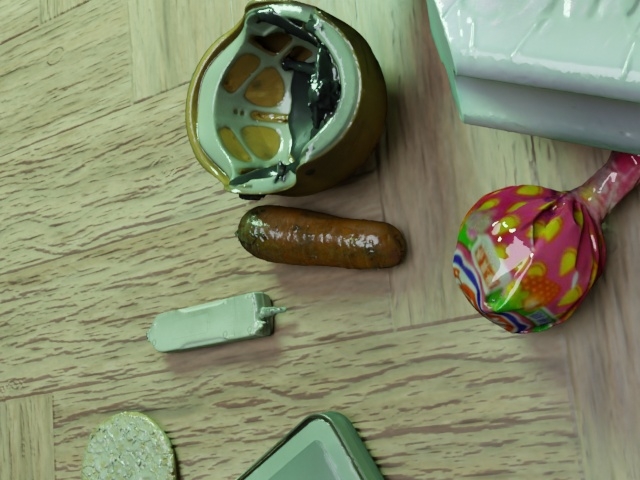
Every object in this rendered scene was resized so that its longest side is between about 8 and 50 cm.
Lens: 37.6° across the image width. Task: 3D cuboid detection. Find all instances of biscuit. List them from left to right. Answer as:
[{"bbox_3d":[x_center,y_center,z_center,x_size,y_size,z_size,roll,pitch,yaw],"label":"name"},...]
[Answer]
[{"bbox_3d":[-0.219,0.268,1.074,0.152,0.020,0.152,-6,80,32],"label":"biscuit"}]

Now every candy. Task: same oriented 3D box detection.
[{"bbox_3d":[0.258,-0.069,0.763,0.365,0.124,0.124,-45,60,11],"label":"candy"}]

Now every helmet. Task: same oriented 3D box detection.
[{"bbox_3d":[-0.021,-0.131,0.936,0.224,0.130,0.198,3,83,47],"label":"helmet"}]

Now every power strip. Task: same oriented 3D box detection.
[{"bbox_3d":[-0.114,0.090,1.024,0.191,0.030,0.048,-14,74,33],"label":"power strip"}]

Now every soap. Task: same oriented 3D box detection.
[{"bbox_3d":[0.231,-0.180,0.715,0.346,0.115,0.208,15,72,29],"label":"soap"}]

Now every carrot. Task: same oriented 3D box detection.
[{"bbox_3d":[0.000,0.000,0.945,0.186,0.060,0.060,8,87,28],"label":"carrot"}]

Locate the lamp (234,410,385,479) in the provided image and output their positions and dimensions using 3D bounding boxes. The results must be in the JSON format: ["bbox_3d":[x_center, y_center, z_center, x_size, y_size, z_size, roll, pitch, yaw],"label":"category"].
[{"bbox_3d":[-0.015,0.341,0.906,0.269,0.047,0.266,-44,62,21],"label":"lamp"}]
